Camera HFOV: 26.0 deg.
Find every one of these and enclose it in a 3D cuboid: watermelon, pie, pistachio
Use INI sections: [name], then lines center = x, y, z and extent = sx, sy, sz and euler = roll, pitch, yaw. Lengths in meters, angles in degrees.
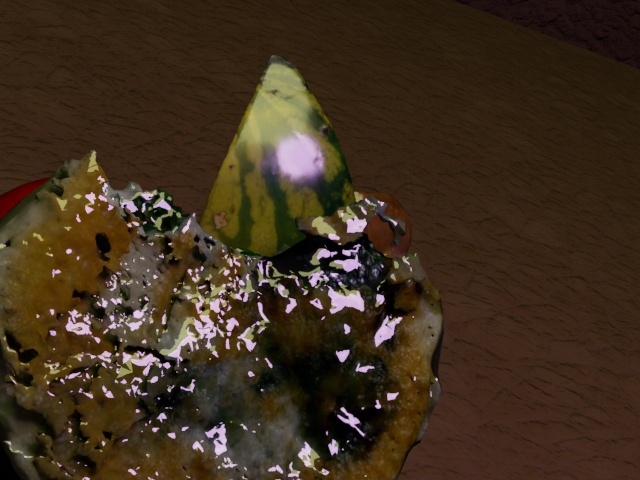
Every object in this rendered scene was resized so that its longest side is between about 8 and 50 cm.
[watermelon]
center = -0.031, 0.020, 1.146
extent = 0.128, 0.303, 0.159
euler = 14, 37, 4
[pie]
center = -0.081, 0.093, 0.999
extent = 0.371, 0.296, 0.078
euler = 10, -9, -22
[pistachio]
center = 0.000, 0.000, 1.422
extent = 0.210, 0.130, 0.165
euler = 6, 32, -18

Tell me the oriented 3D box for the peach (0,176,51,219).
[peach]
center = -0.228, 0.061, 1.091
extent = 0.190, 0.226, 0.196
euler = 51, -20, -17
